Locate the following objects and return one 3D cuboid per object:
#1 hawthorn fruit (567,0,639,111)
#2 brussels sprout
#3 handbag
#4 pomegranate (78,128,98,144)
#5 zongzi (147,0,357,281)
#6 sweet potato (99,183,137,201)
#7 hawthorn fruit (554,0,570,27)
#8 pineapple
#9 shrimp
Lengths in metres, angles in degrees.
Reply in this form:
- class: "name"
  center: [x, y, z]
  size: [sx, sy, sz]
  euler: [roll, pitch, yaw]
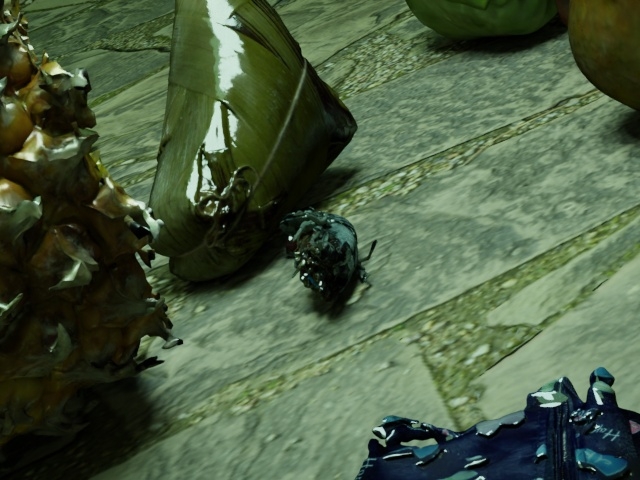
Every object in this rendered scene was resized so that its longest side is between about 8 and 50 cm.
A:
- class: "hawthorn fruit"
  center: [0.361, -0.261, 1.049]
  size: [0.267, 0.301, 0.268]
  euler: [1, 31, -1]
- class: "brussels sprout"
  center: [0.223, -0.395, 1.484]
  size: [0.247, 0.328, 0.328]
  euler: [30, 45, 27]
- class: "handbag"
  center: [0.088, 0.163, 0.500]
  size: [0.162, 0.113, 0.260]
  euler: [-16, 23, 16]
- class: "pomegranate"
  center: [-0.449, -0.154, 1.475]
  size: [0.242, 0.242, 0.306]
  euler: [-4, 6, 27]
- class: "zongzi"
  center: [-0.114, -0.142, 1.092]
  size: [0.145, 0.300, 0.274]
  euler: [-18, 20, 32]
- class: "sweet potato"
  center: [-0.337, -0.017, 1.237]
  size: [0.291, 0.097, 0.097]
  euler: [-4, 24, 9]
- class: "hawthorn fruit"
  center: [0.351, -0.307, 1.325]
  size: [0.199, 0.200, 0.251]
  euler: [-10, 10, 14]
- class: "pineapple"
  center: [-0.290, 0.005, 0.819]
  size: [0.300, 0.352, 0.352]
  euler: [-30, 27, -28]
- class: "shrimp"
  center: [0.004, -0.002, 0.980]
  size: [0.076, 0.082, 0.174]
  euler: [-22, 16, -1]
